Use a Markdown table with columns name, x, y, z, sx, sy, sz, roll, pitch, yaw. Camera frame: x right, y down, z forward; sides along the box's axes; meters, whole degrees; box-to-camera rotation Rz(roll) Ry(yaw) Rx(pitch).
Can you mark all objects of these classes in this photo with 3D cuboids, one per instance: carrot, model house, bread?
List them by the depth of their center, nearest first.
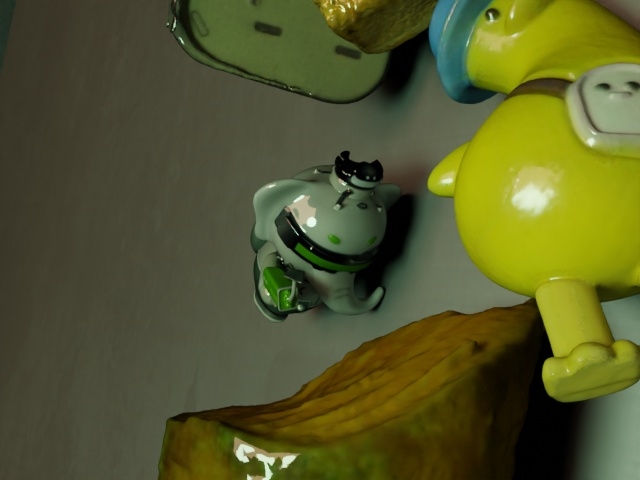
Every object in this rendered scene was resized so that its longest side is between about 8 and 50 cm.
| name | x | y | z | sx | sy | sz | roll | pitch | yaw |
| --- | --- | --- | --- | --- | --- | --- | --- | --- | --- |
| carrot | 0.009 | 0.188 | 0.579 | 0.241 | 0.241 | 0.341 | 2 | 81 | 55 |
| bread | 0.091 | -0.229 | 0.676 | 0.211 | 0.114 | 0.083 | -32 | 80 | 17 |
| model house | -0.027 | -0.246 | 0.883 | 0.278 | 0.204 | 0.219 | -148 | 75 | -85 |

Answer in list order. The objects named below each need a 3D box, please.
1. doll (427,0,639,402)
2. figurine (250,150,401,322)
| name | x | y | z | sx | sy | sz | roll | pitch | yaw |
| --- | --- | --- | --- | --- | --- | --- | --- | --- | --- |
| doll | 0.165 | -0.069 | 0.564 | 0.199 | 0.145 | 0.363 | -12 | 50 | 10 |
| figurine | 0.000 | 0.000 | 0.760 | 0.126 | 0.147 | 0.192 | 58 | 139 | 29 |
